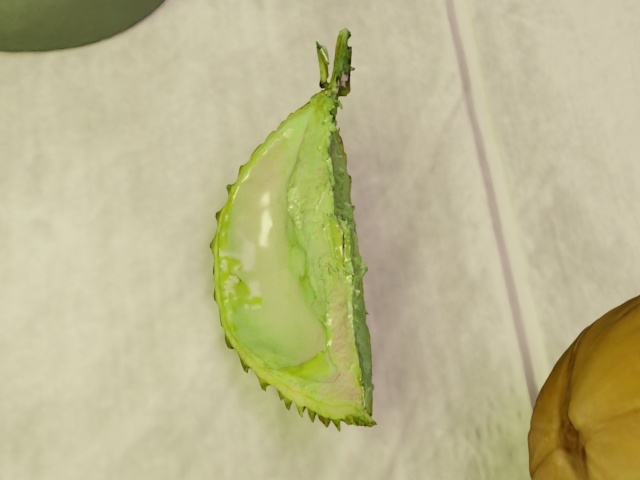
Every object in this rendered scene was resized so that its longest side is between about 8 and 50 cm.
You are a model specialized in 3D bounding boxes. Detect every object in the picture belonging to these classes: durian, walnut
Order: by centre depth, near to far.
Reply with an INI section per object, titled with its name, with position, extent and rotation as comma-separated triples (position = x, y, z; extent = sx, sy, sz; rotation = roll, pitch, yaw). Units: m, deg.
[durian]
position = 0.000, 0.000, 0.704
extent = 0.086, 0.100, 0.215
rotation = 7, 65, -31
[walnut]
position = 0.217, 0.118, 0.704
extent = 0.225, 0.193, 0.193
rotation = 19, 54, -31

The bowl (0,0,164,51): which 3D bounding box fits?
[bowl]
position = -0.172, -0.261, 0.731
extent = 0.289, 0.146, 0.289
rotation = 14, 56, -22
